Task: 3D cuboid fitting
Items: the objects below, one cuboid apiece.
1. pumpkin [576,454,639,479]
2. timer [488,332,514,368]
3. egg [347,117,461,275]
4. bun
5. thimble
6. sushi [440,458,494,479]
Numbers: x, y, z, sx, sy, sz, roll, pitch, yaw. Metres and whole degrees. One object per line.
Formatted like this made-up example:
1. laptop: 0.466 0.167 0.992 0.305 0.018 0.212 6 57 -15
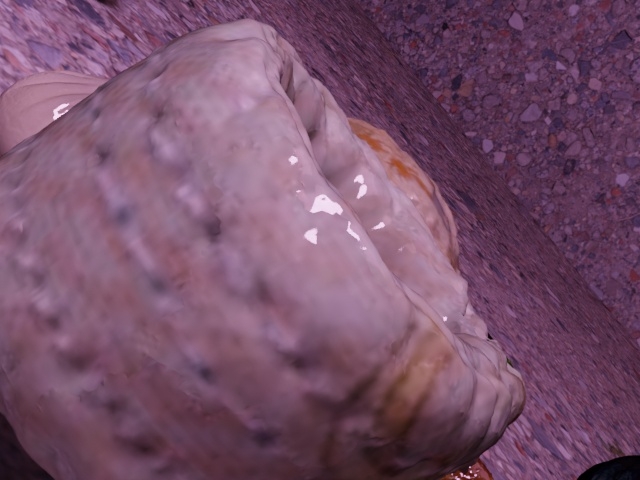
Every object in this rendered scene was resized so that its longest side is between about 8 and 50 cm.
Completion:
1. pumpkin: 0.311 0.287 0.967 0.194 0.194 0.150 41 45 -22
2. timer: 0.172 0.125 1.217 0.128 0.047 0.140 53 16 16
3. egg: 0.000 0.000 0.806 0.233 0.195 0.195 38 11 23
4. bun: -0.156 -0.071 0.743 0.138 0.094 0.138 47 15 -16
5. thimble: -0.036 0.037 0.567 0.291 0.195 0.291 54 11 -15
6. sushi: 0.109 0.203 0.857 0.060 0.061 0.118 -29 66 -32
